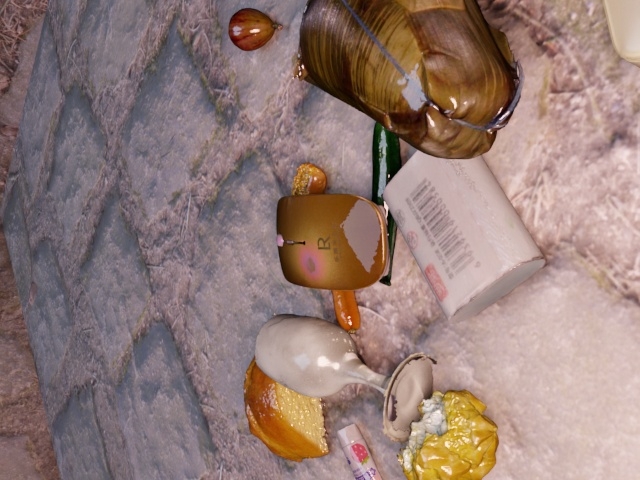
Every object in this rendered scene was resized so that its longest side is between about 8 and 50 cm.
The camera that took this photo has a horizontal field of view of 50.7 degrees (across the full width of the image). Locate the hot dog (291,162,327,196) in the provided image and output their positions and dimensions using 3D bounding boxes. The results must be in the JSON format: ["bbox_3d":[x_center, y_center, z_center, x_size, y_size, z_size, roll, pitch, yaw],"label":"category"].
[{"bbox_3d":[-0.030,-0.069,1.275,0.071,0.045,0.165,40,124,47],"label":"hot dog"}]

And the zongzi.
[{"bbox_3d":[0.152,-0.353,0.888,0.403,0.208,0.432,49,123,51],"label":"zongzi"}]

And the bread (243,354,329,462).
[{"bbox_3d":[-0.076,0.300,1.284,0.129,0.134,0.260,-23,74,50],"label":"bread"}]

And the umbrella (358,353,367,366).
[{"bbox_3d":[0.059,0.202,1.202,0.022,0.013,0.122,-48,51,16],"label":"umbrella"}]

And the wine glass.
[{"bbox_3d":[0.031,0.208,1.104,0.321,0.143,0.143,16,105,43],"label":"wine glass"}]

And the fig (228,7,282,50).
[{"bbox_3d":[-0.122,-0.429,1.365,0.125,0.089,0.089,5,96,25],"label":"fig"}]

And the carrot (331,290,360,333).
[{"bbox_3d":[0.029,0.048,1.209,0.043,0.043,0.248,-33,64,49],"label":"carrot"}]

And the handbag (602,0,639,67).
[{"bbox_3d":[0.395,-0.318,0.690,0.219,0.079,0.256,-16,79,41],"label":"handbag"}]

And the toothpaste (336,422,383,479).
[{"bbox_3d":[0.084,0.414,1.161,0.067,0.043,0.194,-44,64,41],"label":"toothpaste"}]

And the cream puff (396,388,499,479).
[{"bbox_3d":[0.186,0.284,0.941,0.121,0.156,0.156,42,133,-1],"label":"cream puff"}]

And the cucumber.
[{"bbox_3d":[0.104,-0.064,1.093,0.056,0.056,0.284,10,101,52],"label":"cucumber"}]

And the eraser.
[{"bbox_3d":[0.195,-0.021,0.956,0.174,0.081,0.227,-47,55,38],"label":"eraser"}]

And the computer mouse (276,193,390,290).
[{"bbox_3d":[0.000,0.000,1.143,0.310,0.072,0.158,3,98,55],"label":"computer mouse"}]
